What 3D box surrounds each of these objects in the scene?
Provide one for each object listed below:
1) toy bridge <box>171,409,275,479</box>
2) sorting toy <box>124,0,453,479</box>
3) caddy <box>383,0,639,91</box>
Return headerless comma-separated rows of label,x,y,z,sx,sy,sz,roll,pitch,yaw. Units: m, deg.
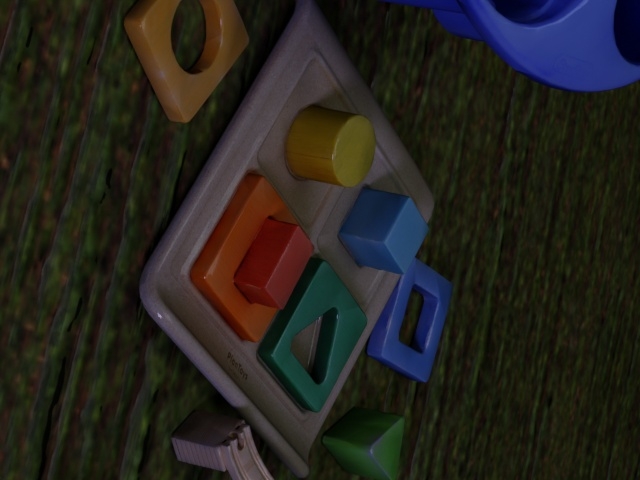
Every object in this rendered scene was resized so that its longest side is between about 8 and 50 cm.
toy bridge,-0.024,0.172,0.893,0.026,0.063,0.188,-43,131,-45
sorting toy,0.000,0.000,0.906,0.348,0.047,0.196,54,53,-48
caddy,0.114,-0.243,0.863,0.241,0.179,0.341,10,88,-44
